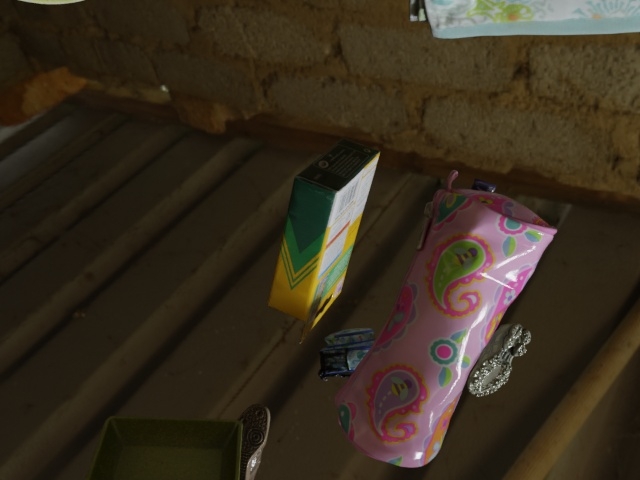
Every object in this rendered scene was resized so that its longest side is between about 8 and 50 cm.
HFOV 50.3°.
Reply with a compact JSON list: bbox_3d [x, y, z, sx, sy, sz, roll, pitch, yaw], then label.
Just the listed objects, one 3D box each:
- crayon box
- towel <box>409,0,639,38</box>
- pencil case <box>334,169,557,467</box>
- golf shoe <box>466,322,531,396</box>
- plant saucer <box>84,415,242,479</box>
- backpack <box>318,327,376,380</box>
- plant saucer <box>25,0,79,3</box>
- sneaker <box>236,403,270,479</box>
[{"bbox_3d":[0.000,0.000,1.232,0.083,0.322,0.203,22,-147,14],"label":"crayon box"},{"bbox_3d":[0.279,-0.380,0.784,0.375,0.320,0.090,0,-121,13],"label":"towel"},{"bbox_3d":[0.116,0.079,0.673,0.124,0.284,0.124,23,-169,-5],"label":"pencil case"},{"bbox_3d":[0.356,0.244,1.405,0.176,0.069,0.086,-47,-166,-11],"label":"golf shoe"},{"bbox_3d":[-0.199,0.304,0.878,0.188,0.045,0.188,3,-158,-6],"label":"plant saucer"},{"bbox_3d":[0.064,0.196,1.192,0.114,0.084,0.105,-6,175,22],"label":"backpack"},{"bbox_3d":[-0.177,-0.251,0.365,0.037,0.241,0.241,5,-138,30],"label":"plant saucer"},{"bbox_3d":[-0.139,0.391,1.264,0.066,0.071,0.188,19,-94,9],"label":"sneaker"}]
